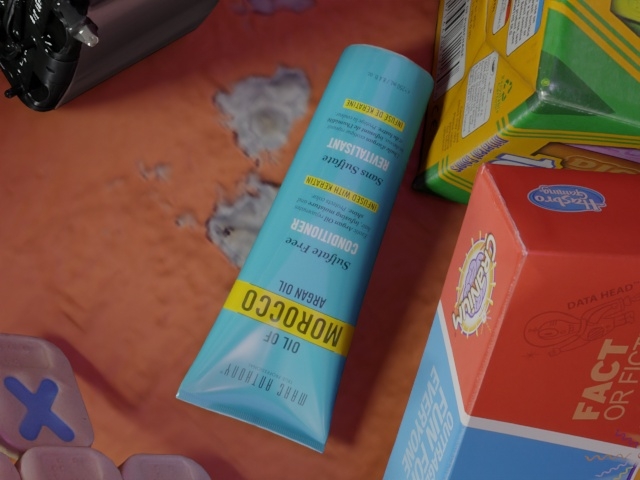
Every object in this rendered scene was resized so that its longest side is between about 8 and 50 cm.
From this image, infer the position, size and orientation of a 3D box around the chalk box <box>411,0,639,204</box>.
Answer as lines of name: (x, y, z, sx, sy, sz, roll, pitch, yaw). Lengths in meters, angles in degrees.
chalk box: (0.221, -0.095, 0.721, 0.289, 0.179, 0.180, 12, 75, -13)

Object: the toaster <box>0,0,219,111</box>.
toaster: (-0.125, -0.160, 0.642, 0.110, 0.168, 0.185, -31, 87, -21)

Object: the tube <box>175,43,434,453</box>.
tube: (0.000, 0.000, 0.710, 0.080, 0.052, 0.207, 21, 79, -1)

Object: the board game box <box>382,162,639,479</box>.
board game box: (0.200, 0.087, 0.651, 0.317, 0.242, 0.064, 2, 36, -15)

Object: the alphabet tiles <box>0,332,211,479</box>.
alphabet tiles: (-0.135, 0.143, 0.550, 0.284, 0.021, 0.278, 12, 43, -45)
